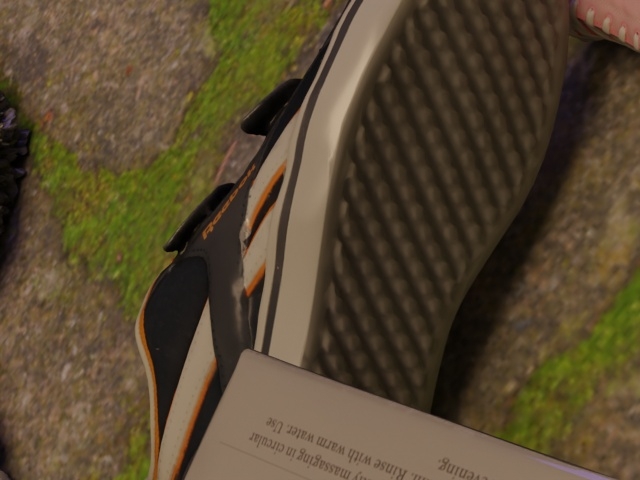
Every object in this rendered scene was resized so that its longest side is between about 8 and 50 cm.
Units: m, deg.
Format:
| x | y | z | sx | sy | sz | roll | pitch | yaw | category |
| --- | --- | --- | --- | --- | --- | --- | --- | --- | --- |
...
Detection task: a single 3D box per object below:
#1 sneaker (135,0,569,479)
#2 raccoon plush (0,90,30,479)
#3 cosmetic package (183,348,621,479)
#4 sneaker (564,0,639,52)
| x | y | z | sx | sy | sz | roll | pitch | yaw | category |
| --- | --- | --- | --- | --- | --- | --- | --- | --- | --- |
| 0.000 | 0.000 | 0.670 | 0.127 | 0.126 | 0.321 | 18 | 86 | 50 | sneaker |
| -0.335 | -0.042 | 0.912 | 0.216 | 0.299 | 0.446 | -51 | 41 | 8 | raccoon plush |
| -0.001 | 0.243 | 0.513 | 0.197 | 0.155 | 0.366 | 16 | 78 | 49 | cosmetic package |
| 0.136 | -0.098 | 0.673 | 0.070 | 0.051 | 0.134 | -37 | 44 | 30 | sneaker |
